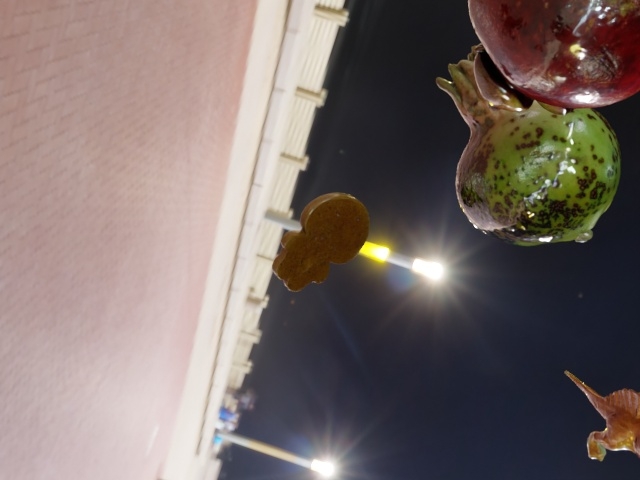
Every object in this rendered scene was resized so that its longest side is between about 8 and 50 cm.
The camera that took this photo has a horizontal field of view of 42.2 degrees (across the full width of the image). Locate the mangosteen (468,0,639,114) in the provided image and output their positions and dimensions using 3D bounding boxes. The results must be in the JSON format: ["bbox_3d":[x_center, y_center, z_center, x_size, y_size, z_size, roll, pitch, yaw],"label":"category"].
[{"bbox_3d":[0.245,-0.219,0.848,0.257,0.215,0.215,114,-4,-57],"label":"mangosteen"}]

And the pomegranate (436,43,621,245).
[{"bbox_3d":[0.279,-0.126,1.110,0.222,0.204,0.277,-32,-116,43],"label":"pomegranate"}]

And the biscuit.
[{"bbox_3d":[0.000,0.000,1.282,0.175,0.124,0.026,-42,-146,-5],"label":"biscuit"}]

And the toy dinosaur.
[{"bbox_3d":[0.331,0.200,0.880,0.057,0.212,0.142,-33,148,-17],"label":"toy dinosaur"}]
